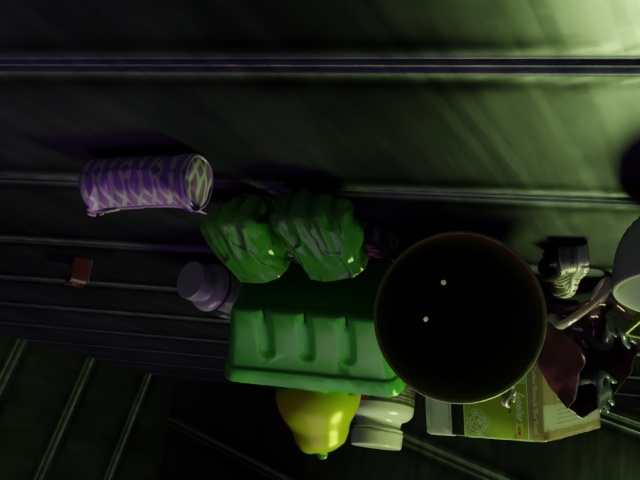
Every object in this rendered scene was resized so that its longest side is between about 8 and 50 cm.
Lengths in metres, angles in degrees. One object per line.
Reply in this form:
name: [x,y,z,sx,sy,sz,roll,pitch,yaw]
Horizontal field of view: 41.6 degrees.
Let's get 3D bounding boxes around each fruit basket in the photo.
fruit basket: [0.003,0.235,1.700,0.391,0.283,0.392,8,131,10]

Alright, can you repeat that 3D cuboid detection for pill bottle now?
pill bottle: [-0.218,0.107,1.817,0.108,0.108,0.180,-6,159,38]
pill bottle: [0.161,0.374,2.185,0.176,0.319,0.176,7,163,2]

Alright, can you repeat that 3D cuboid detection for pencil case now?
pencil case: [-0.258,-0.081,1.231,0.206,0.088,0.086,-2,164,26]

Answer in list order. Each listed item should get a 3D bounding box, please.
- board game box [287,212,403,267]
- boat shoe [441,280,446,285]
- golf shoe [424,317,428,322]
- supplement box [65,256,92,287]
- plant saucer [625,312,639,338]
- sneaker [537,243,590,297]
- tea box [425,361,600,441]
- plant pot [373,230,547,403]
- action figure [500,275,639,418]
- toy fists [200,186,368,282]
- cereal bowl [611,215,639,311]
board game box: [0.000,0.000,1.473,0.165,0.042,0.243,21,159,-39]
boat shoe: [0.213,0.086,1.684,0.142,0.049,0.040,23,-169,-48]
golf shoe: [0.122,0.197,1.925,0.306,0.140,0.115,7,162,-5]
supplement box: [-0.558,0.074,1.943,0.043,0.055,0.083,14,162,-23]
plant saucer: [0.667,0.118,1.495,0.188,0.045,0.188,12,139,-16]
sneaker: [0.405,0.050,1.437,0.074,0.063,0.170,5,159,5]
tea box: [0.484,0.371,2.111,0.323,0.220,0.329,-8,171,40]
plant pot: [0.232,0.127,1.481,0.274,0.275,0.293,6,179,5]
action figure: [0.448,0.199,1.700,0.276,0.248,0.370,55,167,-25]
toy fists: [-0.060,-0.013,1.318,0.279,0.096,0.142,-2,139,33]
cereal bowl: [0.556,0.012,1.098,0.338,0.141,0.339,7,163,2]
